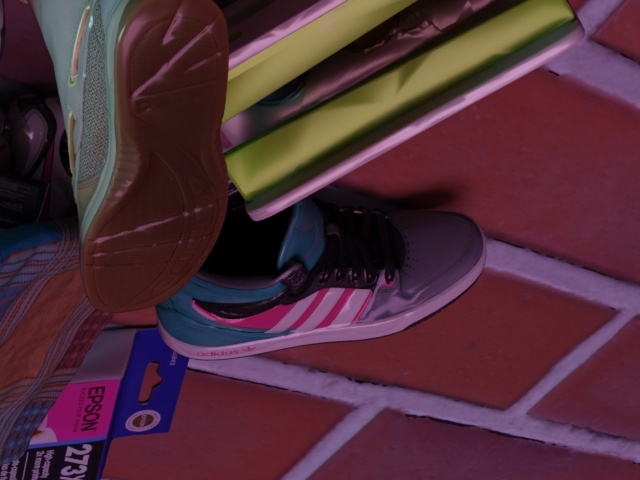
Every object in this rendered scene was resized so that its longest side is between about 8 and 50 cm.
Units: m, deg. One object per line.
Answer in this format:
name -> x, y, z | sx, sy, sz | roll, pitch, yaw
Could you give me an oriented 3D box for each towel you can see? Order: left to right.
towel -> -0.238, 0.094, 1.094 | 0.271, 0.040, 0.370 | -55, 171, 13

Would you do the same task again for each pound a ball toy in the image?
pound a ball toy -> 0.032, -0.189, 1.053 | 0.319, 0.136, 0.208 | -30, 117, 11

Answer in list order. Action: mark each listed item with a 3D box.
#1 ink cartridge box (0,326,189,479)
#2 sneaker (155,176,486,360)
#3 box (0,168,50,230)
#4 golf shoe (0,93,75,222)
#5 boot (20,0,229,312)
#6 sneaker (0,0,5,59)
ink cartridge box -> -0.294, 0.163, 1.359 | 0.371, 0.069, 0.175 | -6, 140, -23
sneaker -> 0.000, 0.000, 1.256 | 0.295, 0.124, 0.178 | -14, 152, -7
box -> -0.326, 0.001, 1.095 | 0.220, 0.051, 0.175 | 17, 132, -13
golf shoe -> -0.214, -0.033, 1.149 | 0.086, 0.067, 0.186 | -9, 141, -15
boot -> -0.139, -0.101, 0.988 | 0.095, 0.203, 0.262 | -13, 136, -23
sneaker -> -0.321, -0.145, 0.806 | 0.169, 0.257, 0.447 | -31, 142, 12
